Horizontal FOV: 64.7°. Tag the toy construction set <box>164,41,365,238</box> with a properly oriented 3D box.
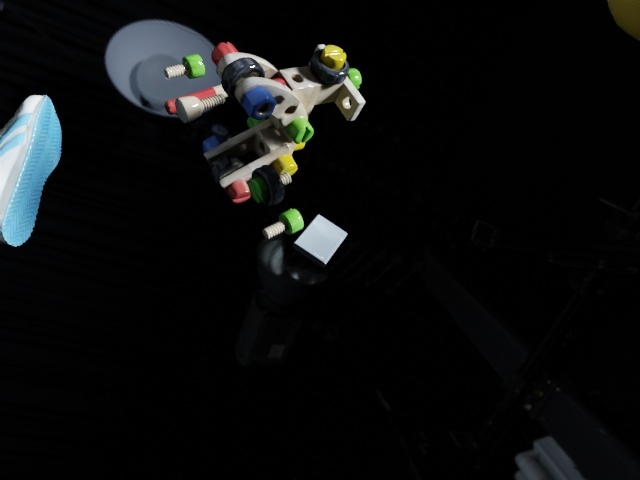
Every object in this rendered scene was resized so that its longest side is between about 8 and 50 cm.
[{"bbox_3d":[-0.077,-0.210,0.802,0.309,0.237,0.258,38,-37,37],"label":"toy construction set"}]

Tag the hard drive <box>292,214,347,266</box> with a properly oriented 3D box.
[{"bbox_3d":[0.000,0.000,1.292,0.135,0.094,0.022,-52,174,-44],"label":"hard drive"}]

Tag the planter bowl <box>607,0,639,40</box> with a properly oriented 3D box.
[{"bbox_3d":[0.359,-0.278,0.514,0.090,0.217,0.217,25,-83,46],"label":"planter bowl"}]

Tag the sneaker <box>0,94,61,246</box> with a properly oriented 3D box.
[{"bbox_3d":[-0.405,-0.103,0.652,0.087,0.092,0.229,100,-6,-58],"label":"sneaker"}]
